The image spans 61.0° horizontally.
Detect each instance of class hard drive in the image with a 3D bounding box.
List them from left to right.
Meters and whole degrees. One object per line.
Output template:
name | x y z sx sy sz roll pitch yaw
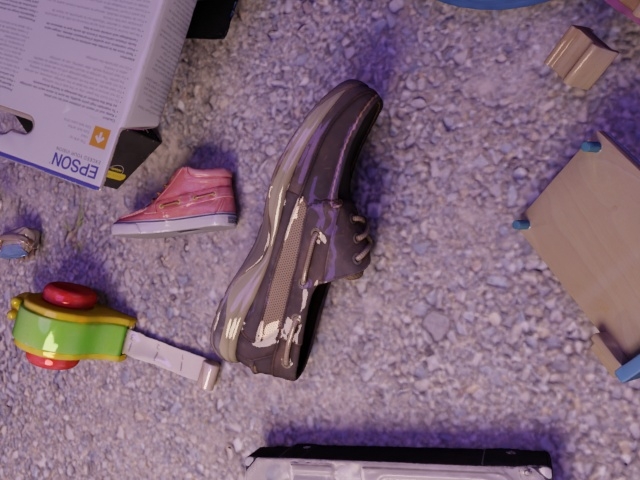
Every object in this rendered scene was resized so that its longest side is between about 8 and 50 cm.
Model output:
hard drive | 0.083 0.351 0.591 0.339 0.064 0.237 -6 84 21

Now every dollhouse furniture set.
dollhouse furniture set | 0.334 -0.065 0.523 0.286 0.198 0.303 62 140 35

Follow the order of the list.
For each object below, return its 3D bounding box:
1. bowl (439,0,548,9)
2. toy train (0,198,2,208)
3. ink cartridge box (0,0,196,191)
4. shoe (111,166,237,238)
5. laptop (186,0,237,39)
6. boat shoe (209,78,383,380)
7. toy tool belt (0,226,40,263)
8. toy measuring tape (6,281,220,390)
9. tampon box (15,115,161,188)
bowl | 0.211 -0.440 0.584 0.391 0.077 0.391 -1 86 20
toy train | -0.544 -0.016 0.858 0.125 0.046 0.166 36 102 17
ink cartridge box | -0.316 -0.252 0.650 0.324 0.071 0.330 19 93 18
shoe | -0.195 -0.049 0.721 0.178 0.063 0.081 -6 83 15
laptop | -0.215 -0.417 0.706 0.234 0.136 0.264 11 78 21
boat shoe | 0.000 0.000 0.622 0.130 0.132 0.355 27 105 10
toy tool belt | -0.462 0.013 0.820 0.083 0.052 0.051 -15 73 20
toy measuring tape | -0.297 0.132 0.718 0.330 0.121 0.121 17 93 20
tampon box | -0.325 -0.168 0.742 0.101 0.120 0.161 -42 74 11
